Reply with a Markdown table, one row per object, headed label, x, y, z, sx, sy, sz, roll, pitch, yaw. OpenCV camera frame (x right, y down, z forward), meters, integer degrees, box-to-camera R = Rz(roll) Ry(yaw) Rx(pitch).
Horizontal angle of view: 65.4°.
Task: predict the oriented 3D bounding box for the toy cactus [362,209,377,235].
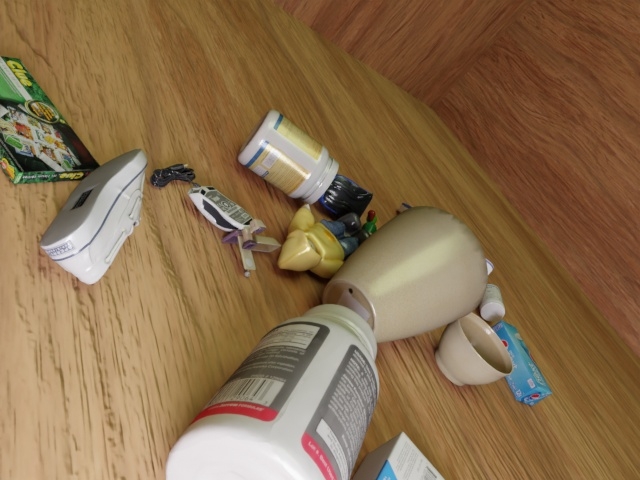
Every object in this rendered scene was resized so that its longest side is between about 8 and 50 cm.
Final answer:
| label | x | y | z | sx | sy | sz | roll | pitch | yaw |
| --- | --- | --- | --- | --- | --- | --- | --- | --- | --- |
| toy cactus | 0.148 | 0.003 | 1.240 | 0.181 | 0.112 | 0.219 | 7 | 52 | -35 |

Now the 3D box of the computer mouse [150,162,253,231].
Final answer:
| label | x | y | z | sx | sy | sz | roll | pitch | yaw |
| --- | --- | --- | --- | --- | --- | --- | --- | --- | --- |
| computer mouse | -0.209 | -0.069 | 0.909 | 0.193 | 0.042 | 0.106 | 38 | 22 | 2 |

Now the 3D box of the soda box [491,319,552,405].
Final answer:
| label | x | y | z | sx | sy | sz | roll | pitch | yaw |
| --- | --- | --- | --- | --- | --- | --- | --- | --- | --- |
| soda box | 0.510 | 0.315 | 1.302 | 0.071 | 0.067 | 0.210 | 26 | 32 | -30 |

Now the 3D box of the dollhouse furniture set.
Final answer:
| label | x | y | z | sx | sy | sz | roll | pitch | yaw |
| --- | --- | --- | --- | --- | --- | --- | --- | --- | --- |
| dollhouse furniture set | -0.099 | 0.022 | 0.897 | 0.114 | 0.091 | 0.081 | 10 | 57 | -52 |

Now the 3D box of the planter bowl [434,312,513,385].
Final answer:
| label | x | y | z | sx | sy | sz | roll | pitch | yaw |
| --- | --- | --- | --- | --- | --- | --- | --- | --- | --- |
| planter bowl | 0.322 | 0.250 | 1.094 | 0.162 | 0.109 | 0.162 | 32 | 30 | -21 |

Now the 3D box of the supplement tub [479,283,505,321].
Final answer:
| label | x | y | z | sx | sy | sz | roll | pitch | yaw |
| --- | --- | --- | --- | --- | --- | --- | --- | --- | --- |
| supplement tub | 0.504 | 0.184 | 1.478 | 0.071 | 0.071 | 0.107 | 39 | 28 | -9 |

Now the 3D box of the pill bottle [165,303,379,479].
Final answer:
| label | x | y | z | sx | sy | sz | roll | pitch | yaw |
| --- | --- | --- | --- | --- | --- | --- | --- | --- | --- |
| pill bottle | -0.027 | 0.203 | 0.613 | 0.176 | 0.176 | 0.318 | 44 | 27 | 1 |

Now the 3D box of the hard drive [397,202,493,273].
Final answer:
| label | x | y | z | sx | sy | sz | roll | pitch | yaw |
| --- | --- | --- | --- | --- | --- | --- | --- | --- | --- |
| hard drive | 0.356 | -0.013 | 1.470 | 0.210 | 0.040 | 0.318 | 36 | 7 | -14 |

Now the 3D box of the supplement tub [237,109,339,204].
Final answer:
| label | x | y | z | sx | sy | sz | roll | pitch | yaw |
| --- | --- | --- | --- | --- | --- | --- | --- | --- | --- |
| supplement tub | -0.072 | -0.187 | 1.145 | 0.200 | 0.144 | 0.144 | 34 | 28 | -18 |

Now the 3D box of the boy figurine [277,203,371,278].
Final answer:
| label | x | y | z | sx | sy | sz | roll | pitch | yaw |
| --- | --- | --- | --- | --- | --- | --- | --- | --- | --- |
| boy figurine | 0.000 | 0.000 | 1.035 | 0.177 | 0.092 | 0.285 | 60 | 27 | 10 |

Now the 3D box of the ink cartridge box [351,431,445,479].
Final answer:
| label | x | y | z | sx | sy | sz | roll | pitch | yaw |
| --- | --- | --- | --- | --- | --- | --- | --- | --- | --- |
| ink cartridge box | 0.130 | 0.388 | 0.660 | 0.203 | 0.086 | 0.148 | 49 | 28 | 8 |

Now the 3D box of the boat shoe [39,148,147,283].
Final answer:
| label | x | y | z | sx | sy | sz | roll | pitch | yaw |
| --- | --- | --- | --- | --- | --- | --- | --- | --- | --- |
| boat shoe | -0.301 | -0.041 | 0.708 | 0.258 | 0.095 | 0.084 | -81 | 151 | -51 |

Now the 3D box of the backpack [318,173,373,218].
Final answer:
| label | x | y | z | sx | sy | sz | roll | pitch | yaw |
| --- | --- | --- | --- | --- | --- | --- | --- | --- | --- |
| backpack | 0.049 | -0.110 | 1.260 | 0.120 | 0.098 | 0.101 | 29 | 1 | -27 |

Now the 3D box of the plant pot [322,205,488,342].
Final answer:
| label | x | y | z | sx | sy | sz | roll | pitch | yaw |
| --- | --- | --- | --- | --- | --- | --- | --- | --- | --- |
| plant pot | 0.143 | 0.088 | 0.971 | 0.274 | 0.256 | 0.256 | -22 | 67 | -42 |

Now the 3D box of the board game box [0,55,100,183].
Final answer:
| label | x | y | z | sx | sy | sz | roll | pitch | yaw |
| --- | --- | --- | --- | --- | --- | --- | --- | --- | --- |
| board game box | -0.459 | -0.189 | 0.754 | 0.259 | 0.030 | 0.136 | 50 | 30 | 12 |
